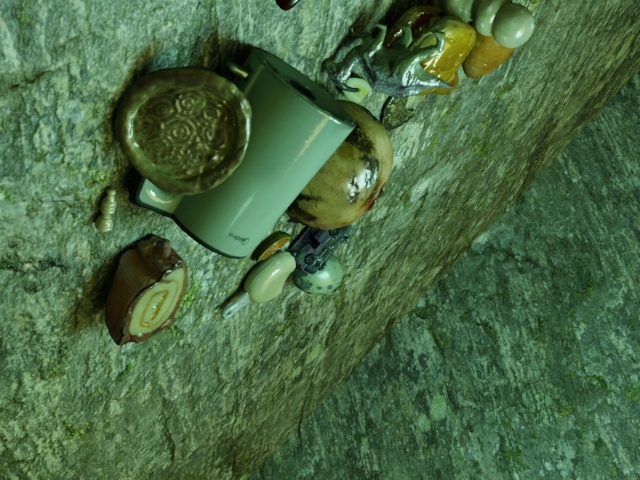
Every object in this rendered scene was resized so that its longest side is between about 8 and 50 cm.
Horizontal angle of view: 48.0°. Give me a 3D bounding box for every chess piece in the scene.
[{"bbox_3d":[-0.420,-0.063,1.421,0.035,0.035,0.092,-19,141,-48],"label":"chess piece"},{"bbox_3d":[0.404,-0.564,1.752,0.142,0.261,0.143,-41,157,-22],"label":"chess piece"}]

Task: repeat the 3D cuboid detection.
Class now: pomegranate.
[{"bbox_3d":[0.027,-0.178,1.711,0.322,0.322,0.322,-38,156,-21],"label":"pomegranate"}]

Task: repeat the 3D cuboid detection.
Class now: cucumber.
[{"bbox_3d":[0.082,-0.382,1.774,0.067,0.035,0.107,-41,154,15],"label":"cucumber"}]

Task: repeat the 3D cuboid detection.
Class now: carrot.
[{"bbox_3d":[0.472,-0.561,2.060,0.159,0.159,0.225,-29,165,-36],"label":"carrot"}]

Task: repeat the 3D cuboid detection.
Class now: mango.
[{"bbox_3d":[0.359,-0.469,2.083,0.080,0.061,0.114,-23,152,-17],"label":"mango"}]

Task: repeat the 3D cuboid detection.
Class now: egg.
[{"bbox_3d":[-0.010,0.104,2.269,0.181,0.141,0.141,-7,136,-42],"label":"egg"}]

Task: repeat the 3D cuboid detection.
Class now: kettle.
[{"bbox_3d":[-0.173,-0.180,1.447,0.361,0.250,0.377,20,116,-43],"label":"kettle"}]

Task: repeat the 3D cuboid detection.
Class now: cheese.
[{"bbox_3d":[-0.185,0.131,2.100,0.248,0.071,0.163,-29,152,-34],"label":"cheese"}]

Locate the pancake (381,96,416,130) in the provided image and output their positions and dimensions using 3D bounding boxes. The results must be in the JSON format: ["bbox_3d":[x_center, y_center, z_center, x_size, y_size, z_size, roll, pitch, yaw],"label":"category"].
[{"bbox_3d":[0.237,-0.393,2.049,0.184,0.020,0.191,-22,148,-44],"label":"pancake"}]

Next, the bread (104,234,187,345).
[{"bbox_3d":[-0.387,0.103,1.632,0.190,0.123,0.244,-18,144,-52],"label":"bread"}]

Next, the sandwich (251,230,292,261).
[{"bbox_3d":[-0.136,0.012,2.041,0.135,0.029,0.067,-36,161,-26],"label":"sandwich"}]

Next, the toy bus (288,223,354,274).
[{"bbox_3d":[0.000,0.000,2.155,0.199,0.108,0.096,-49,154,5],"label":"toy bus"}]

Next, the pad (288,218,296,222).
[{"bbox_3d":[0.017,-0.144,2.085,0.246,0.006,0.170,-54,156,17],"label":"pad"}]

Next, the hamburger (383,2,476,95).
[{"bbox_3d":[0.249,-0.458,1.756,0.244,0.163,0.244,-45,166,-14],"label":"hamburger"}]

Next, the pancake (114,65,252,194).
[{"bbox_3d":[-0.248,-0.199,1.304,0.249,0.031,0.250,-3,122,-5],"label":"pancake"}]

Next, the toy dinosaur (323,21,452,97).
[{"bbox_3d":[0.158,-0.409,1.630,0.077,0.293,0.162,-53,152,-63],"label":"toy dinosaur"}]

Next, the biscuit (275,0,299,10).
[{"bbox_3d":[-0.069,-0.521,1.245,0.151,0.063,0.235,-49,155,3],"label":"biscuit"}]
